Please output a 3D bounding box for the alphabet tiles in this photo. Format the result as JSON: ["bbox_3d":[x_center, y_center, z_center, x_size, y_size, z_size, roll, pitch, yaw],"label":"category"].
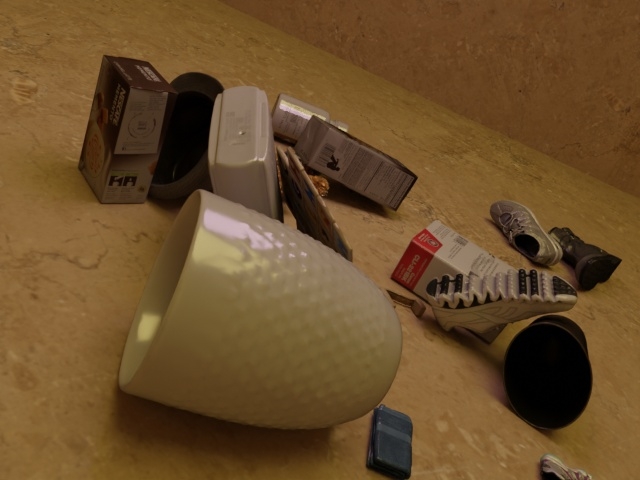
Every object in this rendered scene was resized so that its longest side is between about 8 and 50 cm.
[{"bbox_3d":[0.000,0.000,1.064,0.011,0.285,0.342,-24,62,-11],"label":"alphabet tiles"}]

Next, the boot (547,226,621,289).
[{"bbox_3d":[0.802,0.045,1.867,0.223,0.118,0.338,39,19,30],"label":"boot"}]

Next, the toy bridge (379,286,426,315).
[{"bbox_3d":[0.136,0.125,1.234,0.188,0.026,0.063,9,31,-30],"label":"toy bridge"}]

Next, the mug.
[{"bbox_3d":[-0.083,0.113,0.856,0.328,0.276,0.374,23,-3,-21],"label":"mug"}]

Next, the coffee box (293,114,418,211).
[{"bbox_3d":[0.095,-0.212,1.607,0.297,0.118,0.168,24,15,-26],"label":"coffee box"}]

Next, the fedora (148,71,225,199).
[{"bbox_3d":[-0.267,-0.203,1.251,0.244,0.275,0.124,19,-5,31],"label":"fedora"}]

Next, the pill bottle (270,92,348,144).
[{"bbox_3d":[-0.039,-0.346,1.787,0.230,0.131,0.131,19,28,-12],"label":"pill bottle"}]

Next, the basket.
[{"bbox_3d":[0.460,0.234,1.173,0.154,0.204,0.227,2,9,25],"label":"basket"}]

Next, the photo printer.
[{"bbox_3d":[-0.130,-0.091,1.093,0.107,0.307,0.255,-5,44,-1],"label":"photo printer"}]

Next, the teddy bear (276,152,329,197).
[{"bbox_3d":[-0.132,-0.174,1.436,0.338,0.113,0.245,13,28,-24],"label":"teddy bear"}]

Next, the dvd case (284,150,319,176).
[{"bbox_3d":[-0.059,-0.219,1.679,0.120,0.013,0.087,34,28,12],"label":"dvd case"}]

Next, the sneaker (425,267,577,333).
[{"bbox_3d":[0.367,0.129,1.200,0.293,0.118,0.110,-4,26,26],"label":"sneaker"}]

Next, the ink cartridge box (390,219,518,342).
[{"bbox_3d":[0.331,0.088,1.368,0.273,0.114,0.197,33,27,15],"label":"ink cartridge box"}]

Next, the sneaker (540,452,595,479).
[{"bbox_3d":[0.410,0.404,0.975,0.098,0.038,0.069,24,28,16],"label":"sneaker"}]

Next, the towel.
[{"bbox_3d":[0.108,0.306,0.895,0.067,0.029,0.119,24,27,-3],"label":"towel"}]

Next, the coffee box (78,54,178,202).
[{"bbox_3d":[-0.379,-0.211,1.142,0.098,0.246,0.141,-4,40,-44],"label":"coffee box"}]

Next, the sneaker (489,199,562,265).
[{"bbox_3d":[0.627,-0.034,1.838,0.115,0.105,0.281,0,37,-40],"label":"sneaker"}]
